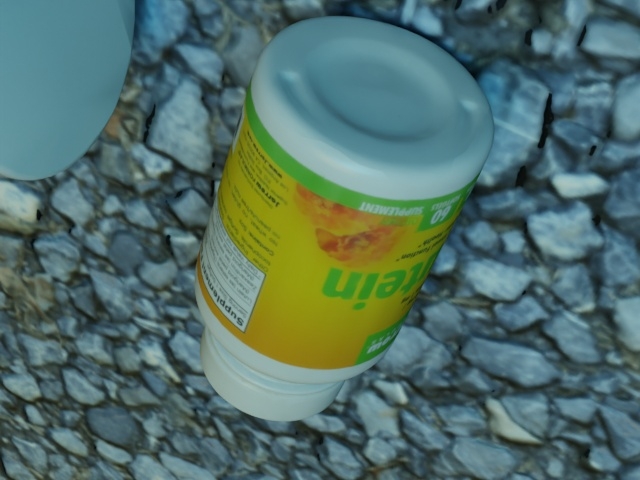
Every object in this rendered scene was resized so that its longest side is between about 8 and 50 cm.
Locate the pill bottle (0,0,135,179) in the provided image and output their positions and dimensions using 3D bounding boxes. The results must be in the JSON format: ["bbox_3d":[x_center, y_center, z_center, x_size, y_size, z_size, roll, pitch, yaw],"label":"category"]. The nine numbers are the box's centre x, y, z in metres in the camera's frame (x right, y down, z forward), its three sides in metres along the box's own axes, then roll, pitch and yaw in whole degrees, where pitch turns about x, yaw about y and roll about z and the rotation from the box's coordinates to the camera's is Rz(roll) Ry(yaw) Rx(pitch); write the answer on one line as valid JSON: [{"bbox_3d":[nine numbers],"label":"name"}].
[{"bbox_3d":[-0.330,-0.149,0.732,0.408,0.229,0.229,10,130,22],"label":"pill bottle"}]

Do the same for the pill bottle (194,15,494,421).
[{"bbox_3d":[0.000,0.000,0.735,0.136,0.136,0.245,28,134,6],"label":"pill bottle"}]
